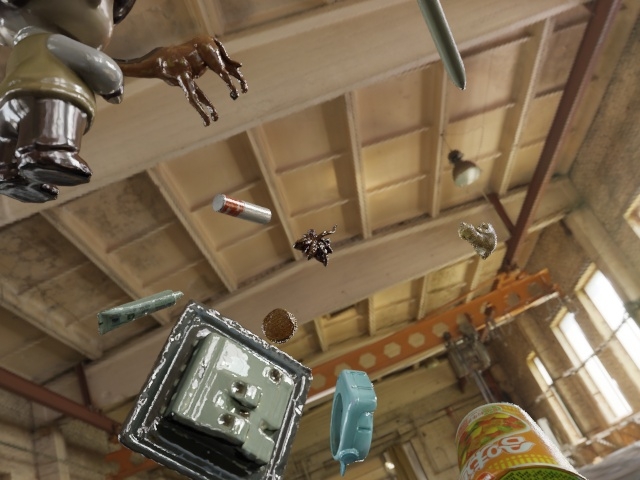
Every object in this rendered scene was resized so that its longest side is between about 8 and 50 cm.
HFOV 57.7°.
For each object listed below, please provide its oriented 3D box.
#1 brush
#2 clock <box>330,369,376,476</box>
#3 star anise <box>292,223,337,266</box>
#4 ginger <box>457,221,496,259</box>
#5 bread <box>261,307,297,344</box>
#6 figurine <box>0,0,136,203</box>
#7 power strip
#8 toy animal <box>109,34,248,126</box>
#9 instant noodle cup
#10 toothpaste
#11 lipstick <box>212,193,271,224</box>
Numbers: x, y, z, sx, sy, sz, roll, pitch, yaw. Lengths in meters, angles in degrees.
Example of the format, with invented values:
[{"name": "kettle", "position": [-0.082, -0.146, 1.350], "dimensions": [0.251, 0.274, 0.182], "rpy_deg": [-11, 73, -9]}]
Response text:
[{"name": "brush", "position": [0.109, -0.266, 0.626], "dimensions": [0.042, 0.039, 0.299], "rpy_deg": [-44, -42, -4]}, {"name": "clock", "position": [0.090, 0.528, 1.680], "dimensions": [0.094, 0.223, 0.274], "rpy_deg": [6, -79, -6]}, {"name": "star anise", "position": [0.000, 0.000, 1.511], "dimensions": [0.191, 0.097, 0.070], "rpy_deg": [-47, -22, -62]}, {"name": "ginger", "position": [0.455, -0.017, 1.658], "dimensions": [0.165, 0.067, 0.096], "rpy_deg": [37, -107, -38]}, {"name": "bread", "position": [-0.096, 0.204, 1.378], "dimensions": [0.085, 0.085, 0.053], "rpy_deg": [-25, -16, 2]}, {"name": "figurine", "position": [-0.286, -0.234, 0.656], "dimensions": [0.206, 0.365, 0.218], "rpy_deg": [-9, -7, -42]}, {"name": "power strip", "position": [-0.132, 0.233, 0.869], "dimensions": [0.251, 0.257, 0.092], "rpy_deg": [29, -44, -10]}, {"name": "toy animal", "position": [-0.261, -0.274, 0.957], "dimensions": [0.224, 0.229, 0.066], "rpy_deg": [-47, 7, -13]}, {"name": "instant noodle cup", "position": [0.237, 0.295, 0.717], "dimensions": [0.168, 0.168, 0.185], "rpy_deg": [-29, 9, 8]}, {"name": "toothpaste", "position": [-0.425, 0.161, 1.384], "dimensions": [0.218, 0.041, 0.064], "rpy_deg": [-20, -50, -41]}, {"name": "lipstick", "position": [-0.164, -0.064, 1.223], "dimensions": [0.038, 0.038, 0.130], "rpy_deg": [-41, -36, 28]}]
